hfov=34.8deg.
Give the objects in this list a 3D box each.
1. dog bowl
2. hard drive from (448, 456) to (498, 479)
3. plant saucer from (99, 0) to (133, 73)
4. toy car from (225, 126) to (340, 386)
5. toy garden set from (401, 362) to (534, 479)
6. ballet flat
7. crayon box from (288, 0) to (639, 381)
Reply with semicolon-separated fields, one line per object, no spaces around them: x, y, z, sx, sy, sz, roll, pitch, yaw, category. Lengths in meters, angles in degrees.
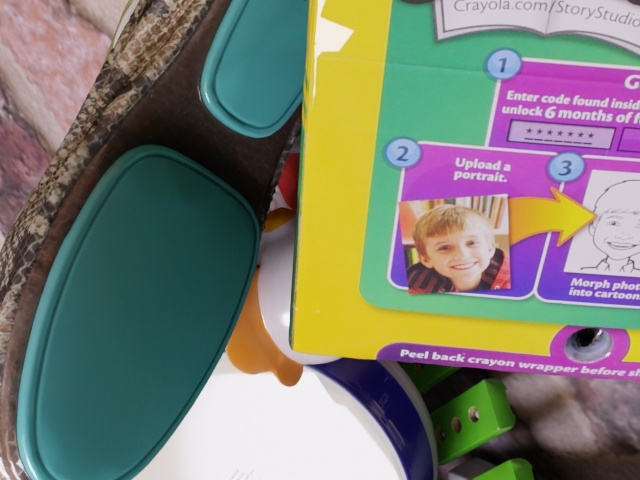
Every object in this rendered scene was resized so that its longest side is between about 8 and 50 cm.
-0.037;0.199;0.874;0.264;0.104;0.265;4;105;16;dog bowl
0.245;0.329;0.848;0.353;0.047;0.233;5;119;67;hard drive
-0.111;-0.125;0.840;0.188;0.188;0.045;-1;155;39;plant saucer
0.000;0.000;0.774;0.219;0.238;0.210;-5;119;41;toy car
0.124;0.209;0.902;0.204;0.049;0.244;-47;50;51;toy garden set
-0.103;-0.067;0.686;0.182;0.483;0.164;11;162;46;ballet flat
0.170;-0.065;0.572;0.362;0.106;0.313;5;129;0;crayon box
